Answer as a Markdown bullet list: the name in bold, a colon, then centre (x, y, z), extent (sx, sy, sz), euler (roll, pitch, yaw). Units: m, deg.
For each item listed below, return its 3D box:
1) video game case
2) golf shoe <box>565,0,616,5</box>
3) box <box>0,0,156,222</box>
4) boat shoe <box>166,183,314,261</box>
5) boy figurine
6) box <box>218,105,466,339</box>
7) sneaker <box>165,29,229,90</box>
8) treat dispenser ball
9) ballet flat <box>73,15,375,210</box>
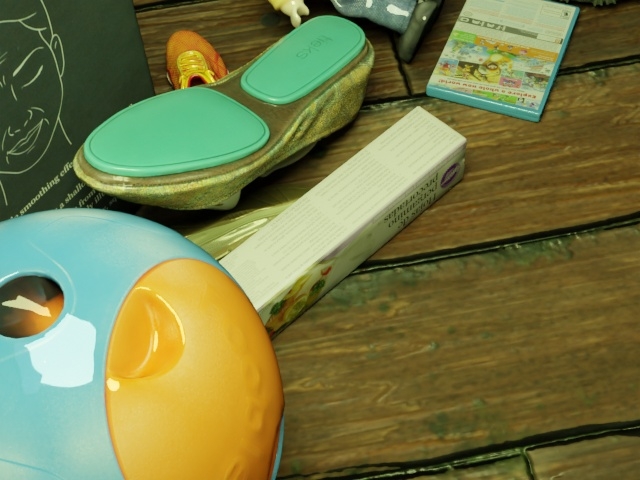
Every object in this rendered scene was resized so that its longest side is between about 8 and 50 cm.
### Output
- **video game case**: centre (0.192, -0.198, 1.153), extent (0.119, 0.015, 0.166), euler (16, 56, 14)
- **golf shoe**: centre (0.234, -0.333, 1.196), extent (0.272, 0.105, 0.120), euler (13, 36, 10)
- **box**: centre (-0.316, -0.133, 0.896), extent (0.212, 0.395, 0.293), euler (28, 59, 22)
- **boat shoe**: centre (-0.070, -0.010, 1.013), extent (0.153, 0.048, 0.056), euler (-22, 27, -20)
- **boy figurine**: centre (-0.009, -0.290, 1.141), extent (0.285, 0.092, 0.177), euler (25, 58, 2)
- **box**: centre (0.000, 0.000, 0.984), extent (0.067, 0.063, 0.324), euler (38, 64, 26)
- **sneaker**: centre (-0.119, -0.159, 1.110), extent (0.064, 0.067, 0.175), euler (-17, 52, -7)
- **treat dispenser ball**: centre (-0.168, 0.121, 0.764), extent (0.288, 0.288, 0.288), euler (-2, 53, 2)
- **ballet flat**: centre (-0.073, -0.093, 0.999), extent (0.123, 0.123, 0.348), euler (31, 46, 24)
